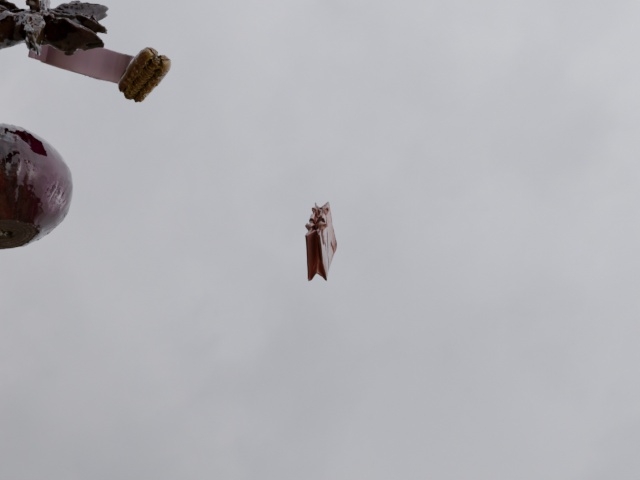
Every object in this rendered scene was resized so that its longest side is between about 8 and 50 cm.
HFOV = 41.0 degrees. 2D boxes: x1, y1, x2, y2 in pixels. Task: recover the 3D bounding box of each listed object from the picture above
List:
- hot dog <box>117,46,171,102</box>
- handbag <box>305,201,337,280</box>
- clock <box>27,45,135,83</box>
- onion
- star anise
[{"bbox_3d":[-0.362,-0.335,1.741,0.071,0.045,0.165,26,-33,-24],"label":"hot dog"},{"bbox_3d":[0.000,0.000,2.280,0.059,0.212,0.157,-1,-64,8],"label":"handbag"},{"bbox_3d":[-0.573,-0.451,2.174,0.276,0.080,0.290,15,6,-4],"label":"clock"},{"bbox_3d":[-0.719,-0.129,2.016,0.260,0.281,0.336,-9,-37,-9],"label":"onion"},{"bbox_3d":[-0.479,-0.368,1.455,0.288,0.288,0.088,21,-63,25],"label":"star anise"}]
